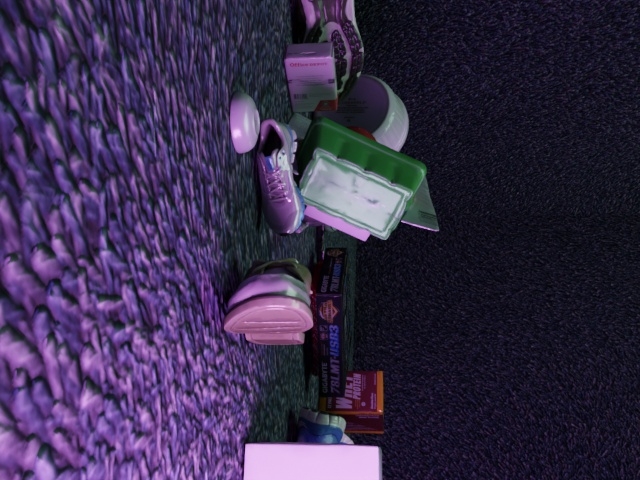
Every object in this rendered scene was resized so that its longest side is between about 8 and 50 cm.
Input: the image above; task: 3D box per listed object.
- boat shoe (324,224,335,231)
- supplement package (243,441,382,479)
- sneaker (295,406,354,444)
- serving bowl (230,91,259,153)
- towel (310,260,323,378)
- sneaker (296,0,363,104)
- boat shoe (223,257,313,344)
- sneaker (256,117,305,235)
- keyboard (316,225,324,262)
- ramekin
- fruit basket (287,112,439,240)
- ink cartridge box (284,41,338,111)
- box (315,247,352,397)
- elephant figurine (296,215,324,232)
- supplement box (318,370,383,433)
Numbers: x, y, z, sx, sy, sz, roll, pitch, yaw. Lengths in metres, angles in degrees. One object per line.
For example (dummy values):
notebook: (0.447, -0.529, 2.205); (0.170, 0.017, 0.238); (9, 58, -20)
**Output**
boat shoe: (0.051, -0.105, 1.866); (0.267, 0.088, 0.096); (78, 13, -61)
supplement package: (-0.004, 0.383, 0.883); (0.203, 0.194, 0.149); (73, 17, -70)
sneaker: (-0.007, 0.485, 1.308); (0.330, 0.130, 0.147); (74, 31, -57)
serving bowl: (-0.100, -0.161, 0.802); (0.083, 0.027, 0.083); (-1, 90, -83)
towel: (-0.004, 0.213, 1.625); (0.199, 0.031, 0.275); (-71, 160, -71)
sneaker: (0.006, -0.505, 1.344); (0.182, 0.158, 0.410); (-112, -161, -55)
boat shoe: (-0.066, 0.075, 0.783); (0.302, 0.113, 0.103); (106, -15, -74)
sneaker: (-0.073, -0.102, 0.921); (0.083, 0.071, 0.190); (26, 55, -76)
keyboard: (0.000, 0.000, 1.716); (0.108, 0.023, 0.180); (-90, 179, -84)
ramekin: (0.102, -0.334, 1.630); (0.127, 0.273, 0.273); (46, 43, -64)
fruit basket: (0.068, -0.138, 1.167); (0.353, 0.327, 0.165); (-83, -162, -70)
ink cartridge box: (-0.017, -0.340, 1.226); (0.135, 0.099, 0.056); (83, 9, -51)
box: (0.039, 0.205, 1.540); (0.293, 0.073, 0.295); (-78, 166, -67)
elephant figurine: (0.066, -0.112, 1.321); (0.169, 0.239, 0.186); (-39, 129, -83)
supplement box: (0.099, 0.499, 1.810); (0.194, 0.191, 0.129); (80, 12, -54)
